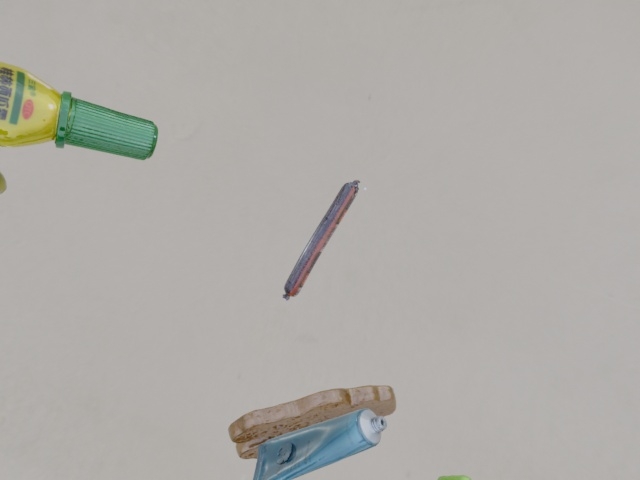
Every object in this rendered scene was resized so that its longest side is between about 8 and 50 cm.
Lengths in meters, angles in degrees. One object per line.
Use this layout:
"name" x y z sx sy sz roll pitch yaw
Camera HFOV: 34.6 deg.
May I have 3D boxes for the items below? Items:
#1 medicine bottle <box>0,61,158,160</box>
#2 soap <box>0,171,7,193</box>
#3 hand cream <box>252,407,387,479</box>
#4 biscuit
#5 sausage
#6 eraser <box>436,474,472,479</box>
"medicine bottle" -0.358 -0.162 1.303 0.309 0.076 0.111 13 69 -26
"soap" -0.474 -0.102 1.369 0.140 0.089 0.045 53 122 36
"hand cream" -0.006 0.269 1.342 0.224 0.083 0.048 -28 125 32
"biscuit" -0.012 0.309 1.791 0.295 0.186 0.044 -14 62 -5
"sausage" 0.000 0.000 1.407 0.025 0.028 0.198 37 106 24
"eraser" 0.207 0.548 1.646 0.092 0.274 0.210 -15 115 41
